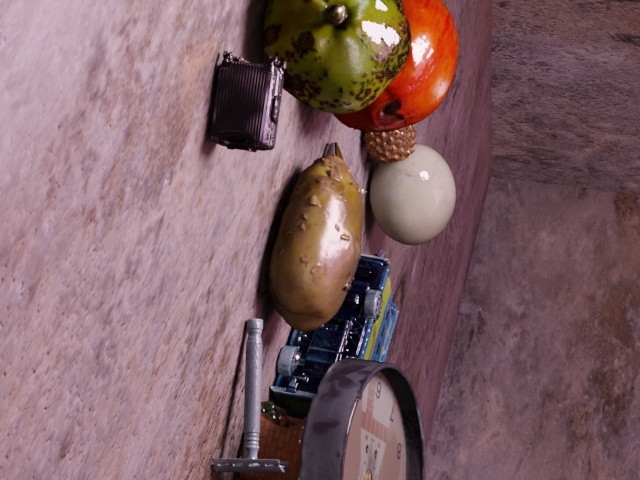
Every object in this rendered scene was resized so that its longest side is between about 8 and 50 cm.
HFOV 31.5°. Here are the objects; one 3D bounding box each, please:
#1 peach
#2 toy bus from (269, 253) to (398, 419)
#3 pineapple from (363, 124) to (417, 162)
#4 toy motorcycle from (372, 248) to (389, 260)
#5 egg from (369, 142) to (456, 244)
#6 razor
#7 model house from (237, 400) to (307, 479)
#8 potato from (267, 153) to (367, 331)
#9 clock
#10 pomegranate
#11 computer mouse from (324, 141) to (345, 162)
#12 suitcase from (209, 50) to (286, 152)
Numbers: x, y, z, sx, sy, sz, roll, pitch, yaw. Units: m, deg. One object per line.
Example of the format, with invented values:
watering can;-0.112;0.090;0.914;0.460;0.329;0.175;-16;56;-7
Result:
peach;0.105;-0.297;1.884;0.281;0.238;0.281;-49;-158;27
toy bus;0.032;0.190;2.048;0.190;0.152;0.312;77;26;-53
pineapple;0.142;-0.288;2.254;0.119;0.130;0.277;-84;171;-47
toy motorcycle;0.085;0.148;2.340;0.171;0.110;0.260;96;14;-63
egg;0.199;-0.097;2.453;0.186;0.187;0.253;-68;157;-43
razor;-0.100;0.235;1.722;0.068;0.106;0.232;49;42;-72
model house;-0.029;0.360;1.867;0.183;0.172;0.166;64;38;-65
potato;0.000;0.000;1.844;0.191;0.141;0.296;65;33;-69
clock;0.075;0.379;1.821;0.386;0.076;0.386;-2;90;-65
pomegranate;-0.001;-0.298;1.645;0.204;0.276;0.222;16;87;-36
computer mouse;0.017;-0.080;2.050;0.102;0.045;0.199;72;30;-65
suitcase;-0.094;-0.179;1.479;0.059;0.086;0.126;6;92;-74
